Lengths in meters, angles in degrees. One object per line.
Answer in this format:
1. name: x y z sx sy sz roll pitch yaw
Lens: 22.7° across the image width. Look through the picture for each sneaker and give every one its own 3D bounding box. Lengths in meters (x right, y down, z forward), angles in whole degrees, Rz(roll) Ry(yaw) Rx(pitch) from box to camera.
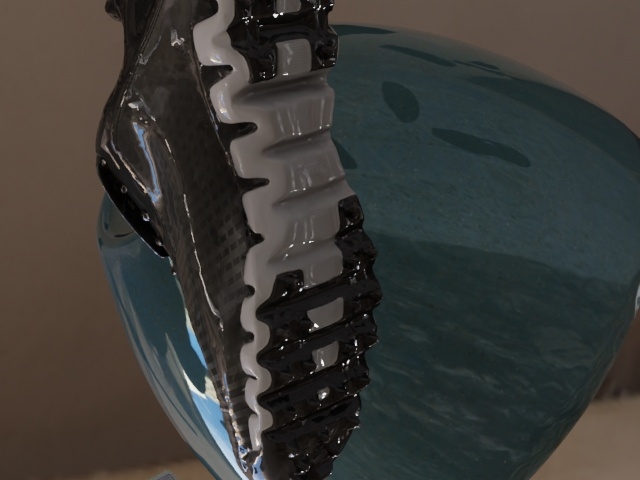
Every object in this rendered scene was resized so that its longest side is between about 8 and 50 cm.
1. sneaker: -0.039 -0.014 0.653 0.106 0.234 0.078 0 -169 39

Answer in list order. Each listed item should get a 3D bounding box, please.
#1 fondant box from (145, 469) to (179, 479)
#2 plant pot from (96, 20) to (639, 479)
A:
1. fondant box: -0.114 0.405 1.408 0.330 0.238 0.096 47 -146 14
2. plant pot: 0.000 0.000 0.830 0.195 0.290 0.290 35 -152 -23
